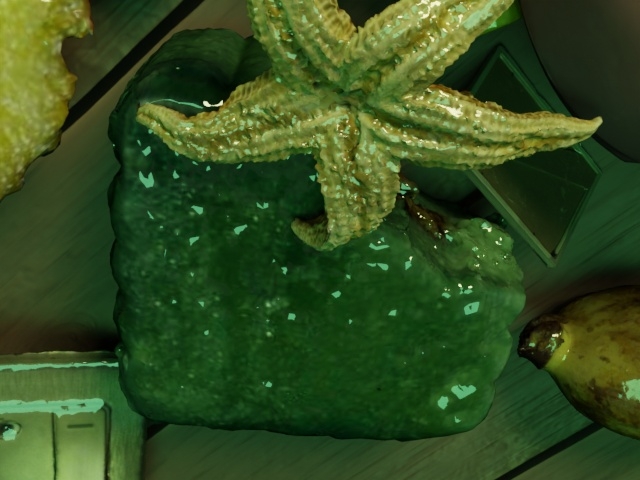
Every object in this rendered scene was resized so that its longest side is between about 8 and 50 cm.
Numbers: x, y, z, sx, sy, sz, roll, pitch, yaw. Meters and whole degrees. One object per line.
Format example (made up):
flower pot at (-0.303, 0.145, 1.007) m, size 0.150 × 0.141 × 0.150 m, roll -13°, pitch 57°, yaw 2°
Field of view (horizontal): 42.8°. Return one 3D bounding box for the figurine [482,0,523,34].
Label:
figurine at (-0.029, -0.277, 0.529) m, size 0.283 × 0.204 × 0.338 m, roll -7°, pitch 105°, yaw 13°

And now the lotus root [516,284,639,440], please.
lotus root at (0.293, 0.109, 0.704) m, size 0.260 × 0.145 × 0.129 m, roll 11°, pitch 114°, yaw -4°

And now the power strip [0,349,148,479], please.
power strip at (-0.298, 0.205, 0.803) m, size 0.251 × 0.092 × 0.257 m, roll 4°, pitch 117°, yaw -10°

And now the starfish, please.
starfish at (0.020, -0.088, 0.451) m, size 0.277 × 0.062 × 0.236 m, roll 5°, pitch 128°, yaw 9°

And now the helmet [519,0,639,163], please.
helmet at (0.231, -0.165, 0.515) m, size 0.197 × 0.271 × 0.338 m, roll 1°, pitch 132°, yaw 31°

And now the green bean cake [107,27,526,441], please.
green bean cake at (0.000, 0.000, 0.645) m, size 0.307 × 0.169 × 0.300 m, roll 7°, pitch 120°, yaw -3°

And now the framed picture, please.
framed picture at (0.162, -0.067, 0.648) m, size 0.149 × 0.109 × 0.011 m, roll 46°, pitch 153°, yaw -20°

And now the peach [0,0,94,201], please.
peach at (-0.339, -0.165, 0.474) m, size 0.353 × 0.339 × 0.417 m, roll -19°, pitch 103°, yaw 55°
